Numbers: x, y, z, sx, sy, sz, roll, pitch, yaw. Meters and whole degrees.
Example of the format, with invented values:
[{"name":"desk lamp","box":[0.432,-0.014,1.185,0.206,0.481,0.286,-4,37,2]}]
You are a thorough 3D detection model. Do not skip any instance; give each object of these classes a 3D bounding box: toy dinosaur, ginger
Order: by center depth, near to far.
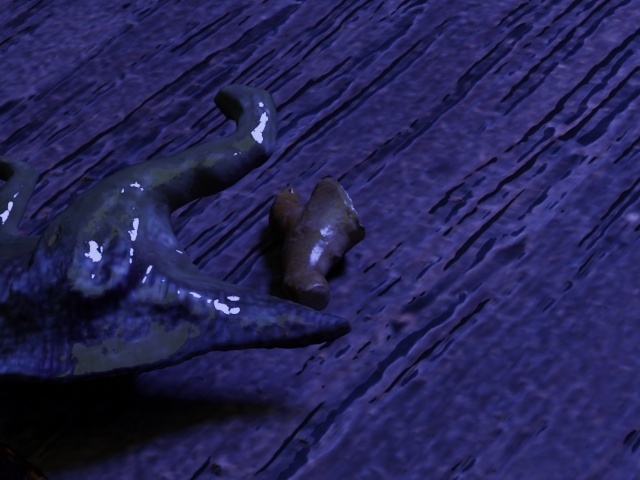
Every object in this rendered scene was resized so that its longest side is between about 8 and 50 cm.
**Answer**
[{"name":"toy dinosaur","box":[-0.129,0.019,0.938,0.294,0.077,0.162,-15,39,19]},{"name":"ginger","box":[0.001,0.000,0.964,0.048,0.030,0.097,-35,32,14]}]

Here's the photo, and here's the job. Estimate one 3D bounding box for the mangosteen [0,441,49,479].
[{"name":"mangosteen","box":[-0.177,0.155,0.703,0.192,0.192,0.217,-37,12,-30]}]
